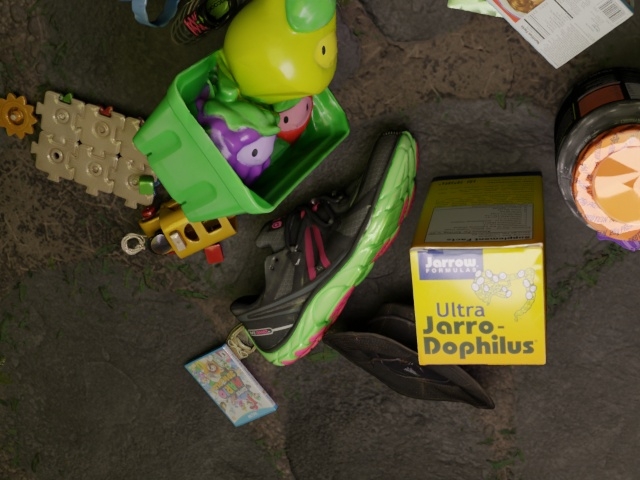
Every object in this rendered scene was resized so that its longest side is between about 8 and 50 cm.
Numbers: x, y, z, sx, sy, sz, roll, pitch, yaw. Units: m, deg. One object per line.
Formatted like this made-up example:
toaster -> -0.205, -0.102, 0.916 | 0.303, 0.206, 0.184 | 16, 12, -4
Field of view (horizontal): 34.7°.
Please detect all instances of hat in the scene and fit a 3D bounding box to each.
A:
hat -> 0.173, 0.184, 1.833 | 0.331, 0.331, 0.133 | 20, 71, 4

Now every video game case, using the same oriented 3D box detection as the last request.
video game case -> -0.175, 0.285, 2.004 | 0.119, 0.015, 0.166 | -29, 106, 36

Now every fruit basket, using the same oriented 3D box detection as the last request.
fruit basket -> -0.073, -0.235, 1.609 | 0.392, 0.392, 0.283 | -30, 102, 21

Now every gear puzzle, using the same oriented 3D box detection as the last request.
gear puzzle -> -0.444, -0.184, 1.888 | 0.339, 0.044, 0.175 | 19, 115, 7

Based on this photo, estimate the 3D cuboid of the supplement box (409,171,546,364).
supplement box -> 0.264, 0.036, 1.648 | 0.194, 0.356, 0.195 | -2, 110, 13

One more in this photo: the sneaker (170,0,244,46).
sneaker -> -0.197, -0.380, 1.730 | 0.170, 0.074, 0.063 | -29, 110, 28

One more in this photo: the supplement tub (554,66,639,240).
supplement tub -> 0.460, -0.133, 1.551 | 0.207, 0.338, 0.207 | 4, 112, 11

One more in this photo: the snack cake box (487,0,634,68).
snack cake box -> 0.333, -0.407, 1.559 | 0.264, 0.089, 0.152 | 39, 132, -19

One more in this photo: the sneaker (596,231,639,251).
sneaker -> 0.553, -0.012, 1.739 | 0.170, 0.068, 0.071 | 13, 128, 16

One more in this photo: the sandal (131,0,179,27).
sandal -> -0.215, -0.453, 1.670 | 0.317, 0.126, 0.138 | -27, 73, 28

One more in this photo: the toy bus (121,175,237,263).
toy bus -> -0.249, -0.022, 1.846 | 0.191, 0.104, 0.202 | 15, 114, -13

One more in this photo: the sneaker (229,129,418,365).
sneaker -> 0.000, 0.000, 1.785 | 0.202, 0.185, 0.482 | 37, 105, 7

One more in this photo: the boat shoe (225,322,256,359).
boat shoe -> -0.137, 0.183, 1.957 | 0.056, 0.048, 0.153 | 44, 113, -7

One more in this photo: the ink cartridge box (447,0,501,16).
ink cartridge box -> 0.302, -0.466, 1.611 | 0.171, 0.056, 0.235 | 12, 111, 6
